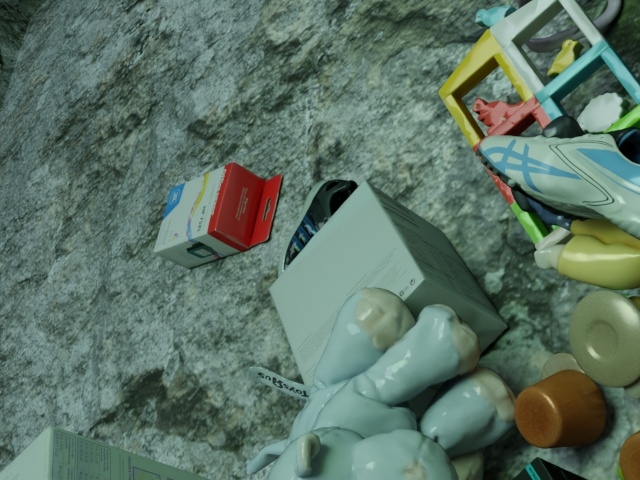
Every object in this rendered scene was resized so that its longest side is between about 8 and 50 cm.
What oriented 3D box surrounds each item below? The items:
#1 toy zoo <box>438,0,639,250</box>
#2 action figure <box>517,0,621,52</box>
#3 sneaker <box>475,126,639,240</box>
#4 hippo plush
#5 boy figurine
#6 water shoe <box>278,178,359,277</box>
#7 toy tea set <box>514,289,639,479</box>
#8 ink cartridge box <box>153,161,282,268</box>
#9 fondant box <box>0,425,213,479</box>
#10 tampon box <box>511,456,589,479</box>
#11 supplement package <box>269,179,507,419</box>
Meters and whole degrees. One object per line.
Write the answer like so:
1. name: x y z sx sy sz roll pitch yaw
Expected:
1. toy zoo: 0.255 -0.154 1.084 0.192 0.030 0.293 -42 60 26
2. action figure: 0.315 -0.446 1.241 0.248 0.275 0.370 -18 25 8
3. sneaker: 0.226 -0.060 0.811 0.237 0.085 0.086 28 93 55
4. hippo plush: 0.037 0.179 0.910 0.294 0.236 0.234 5 102 13
5. boy figurine: 0.280 -0.021 0.874 0.177 0.092 0.285 -33 30 -5
6. water shoe: 0.000 0.000 1.362 0.080 0.073 0.203 -7 61 48
7. toy tea set: 0.324 0.138 0.834 0.336 0.124 0.200 17 109 52
8. ink cartridge box: -0.174 -0.045 1.618 0.231 0.078 0.134 -18 52 45
9. fondant box: -0.261 0.376 1.190 0.238 0.330 0.096 -42 39 25
10. tampon box: 0.195 0.300 0.855 0.161 0.101 0.120 -49 34 17
11. supplement package: 0.073 0.080 1.136 0.194 0.149 0.203 -48 35 17
